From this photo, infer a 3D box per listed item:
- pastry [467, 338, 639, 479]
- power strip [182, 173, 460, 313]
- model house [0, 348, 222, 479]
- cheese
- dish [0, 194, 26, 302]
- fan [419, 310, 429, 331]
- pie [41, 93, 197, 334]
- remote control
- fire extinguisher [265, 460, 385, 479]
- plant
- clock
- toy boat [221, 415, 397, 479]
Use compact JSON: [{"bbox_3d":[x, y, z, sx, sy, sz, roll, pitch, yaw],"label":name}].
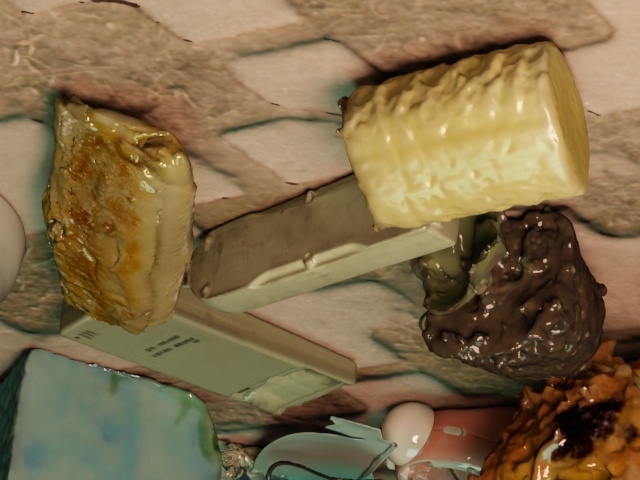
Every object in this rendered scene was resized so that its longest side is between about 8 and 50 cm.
[{"bbox_3d":[0.303,0.249,1.769,0.405,0.292,0.337,-8,146,-41],"label":"pastry"},{"bbox_3d":[-0.002,-0.001,1.604,0.286,0.080,0.048,-20,145,34],"label":"power strip"},{"bbox_3d":[-0.252,0.287,1.934,0.226,0.261,0.241,20,145,-26],"label":"model house"},{"bbox_3d":[0.110,-0.077,1.446,0.167,0.094,0.123,-12,111,21],"label":"cheese"},{"bbox_3d":[-0.395,0.041,1.652,0.273,0.134,0.273,2,151,1],"label":"dish"},{"bbox_3d":[0.158,0.077,1.801,0.133,0.005,0.085,-5,148,14],"label":"fan"},{"bbox_3d":[-0.164,-0.021,1.583,0.129,0.068,0.282,23,149,8],"label":"pie"},{"bbox_3d":[-0.101,0.099,1.832,0.285,0.038,0.123,23,145,-35],"label":"remote control"},{"bbox_3d":[-0.003,0.255,1.944,0.157,0.078,0.045,-6,-165,37],"label":"fire extinguisher"},{"bbox_3d":[0.153,0.039,1.618,0.131,0.142,0.203,-7,159,34],"label":"plant"},{"bbox_3d":[0.145,0.221,1.977,0.162,0.092,0.166,3,146,17],"label":"clock"},{"bbox_3d":[0.008,0.245,1.984,0.220,0.067,0.291,27,155,-2],"label":"toy boat"}]
